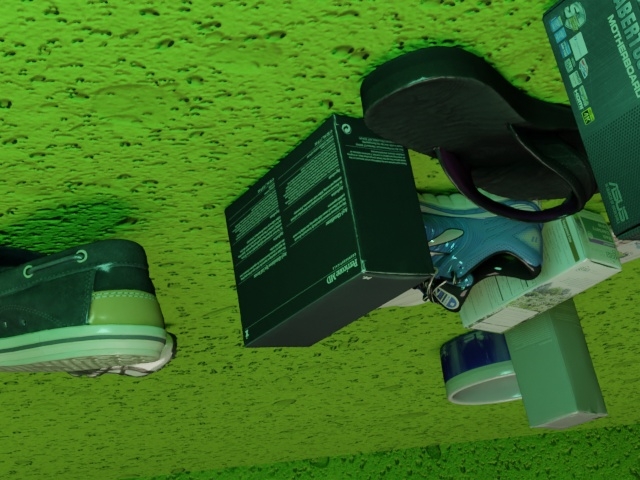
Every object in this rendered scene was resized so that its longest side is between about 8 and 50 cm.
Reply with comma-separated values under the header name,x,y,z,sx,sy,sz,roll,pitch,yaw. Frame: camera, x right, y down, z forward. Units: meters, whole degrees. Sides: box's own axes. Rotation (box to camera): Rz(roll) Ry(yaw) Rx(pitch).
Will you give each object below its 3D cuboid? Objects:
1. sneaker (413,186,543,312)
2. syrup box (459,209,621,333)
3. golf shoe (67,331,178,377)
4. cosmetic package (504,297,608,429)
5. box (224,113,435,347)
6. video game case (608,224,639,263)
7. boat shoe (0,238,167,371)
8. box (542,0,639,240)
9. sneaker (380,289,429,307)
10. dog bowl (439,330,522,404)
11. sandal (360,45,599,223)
name,x,y,z,sx,sy,sz,roll,pitch,yaw
sneaker,0.136,0.018,1.324,0.330,0.147,0.130,-7,159,-3
syrup box,0.312,0.046,1.506,0.093,0.096,0.237,12,144,-41
golf shoe,-0.333,0.183,1.665,0.198,0.077,0.094,-11,159,4
cosmetic package,0.400,0.203,1.773,0.107,0.238,0.127,-24,154,34
box,0.000,0.000,1.174,0.103,0.184,0.261,6,155,-32
video game case,0.479,0.000,1.587,0.143,0.019,0.157,-24,154,34
boat shoe,-0.394,0.091,1.314,0.500,0.156,0.187,-10,167,37
box,0.298,-0.139,0.862,0.059,0.232,0.183,-1,159,-36
sneaker,0.079,0.064,1.475,0.290,0.105,0.123,-4,156,-14
dog bowl,0.379,0.252,2.077,0.265,0.104,0.265,-8,159,-3
sandal,0.207,-0.086,1.139,0.168,0.107,0.446,-25,153,37
